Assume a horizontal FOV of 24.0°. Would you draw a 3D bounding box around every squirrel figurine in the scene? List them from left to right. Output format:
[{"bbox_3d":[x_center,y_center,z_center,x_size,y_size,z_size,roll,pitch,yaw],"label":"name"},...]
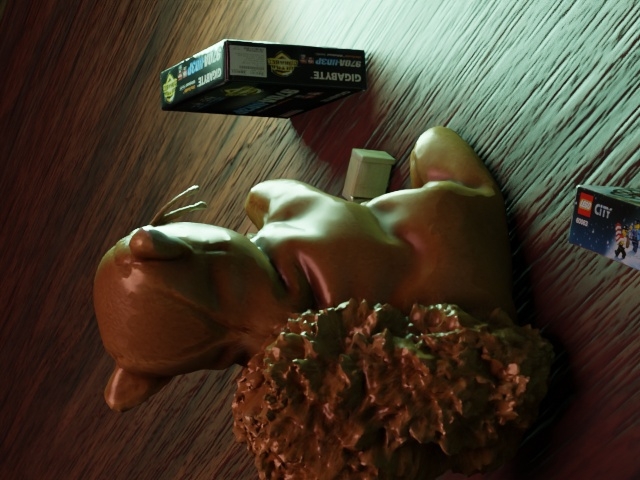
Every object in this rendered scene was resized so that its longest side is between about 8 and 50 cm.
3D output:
[{"bbox_3d":[-0.008,0.081,1.367,0.397,0.370,0.281,-121,43,-51],"label":"squirrel figurine"}]

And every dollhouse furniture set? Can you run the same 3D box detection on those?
[{"bbox_3d":[0.000,0.000,1.610,0.101,0.161,0.182,-135,53,-58],"label":"dollhouse furniture set"}]

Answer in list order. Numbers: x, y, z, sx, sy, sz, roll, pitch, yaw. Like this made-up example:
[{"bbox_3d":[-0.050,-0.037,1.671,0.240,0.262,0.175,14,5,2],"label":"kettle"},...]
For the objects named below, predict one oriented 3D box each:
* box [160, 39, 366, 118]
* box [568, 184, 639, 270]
[{"bbox_3d":[-0.072,-0.188,1.776,0.220,0.175,0.051,-10,80,64],"label":"box"},{"bbox_3d":[0.294,0.009,0.988,0.233,0.159,0.044,-152,67,-62],"label":"box"}]
